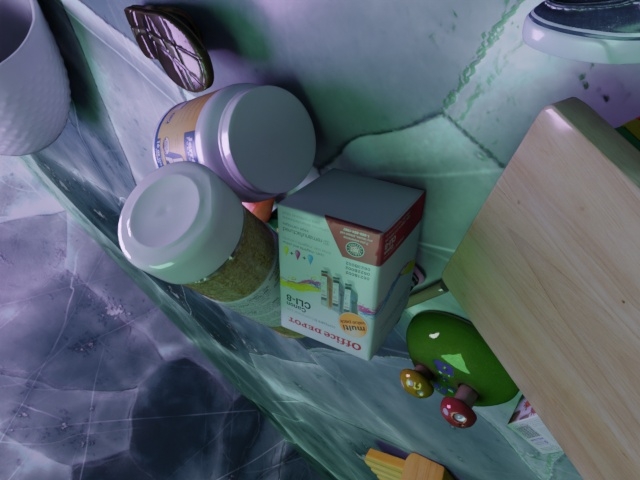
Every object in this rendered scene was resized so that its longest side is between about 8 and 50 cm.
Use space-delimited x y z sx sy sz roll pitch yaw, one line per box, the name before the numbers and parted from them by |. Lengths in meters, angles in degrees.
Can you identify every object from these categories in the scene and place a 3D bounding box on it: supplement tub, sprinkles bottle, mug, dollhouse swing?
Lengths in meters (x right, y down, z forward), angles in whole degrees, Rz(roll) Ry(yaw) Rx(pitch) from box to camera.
supplement tub | -0.116 -0.121 0.589 0.200 0.144 0.144 6 134 49
sprinkles bottle | -0.092 0.038 0.590 0.121 0.121 0.355 27 169 28
mug | -0.667 -0.281 0.856 0.276 0.374 0.328 38 158 1
dollhouse swing | 0.250 0.764 1.183 0.305 0.315 0.346 -18 116 37

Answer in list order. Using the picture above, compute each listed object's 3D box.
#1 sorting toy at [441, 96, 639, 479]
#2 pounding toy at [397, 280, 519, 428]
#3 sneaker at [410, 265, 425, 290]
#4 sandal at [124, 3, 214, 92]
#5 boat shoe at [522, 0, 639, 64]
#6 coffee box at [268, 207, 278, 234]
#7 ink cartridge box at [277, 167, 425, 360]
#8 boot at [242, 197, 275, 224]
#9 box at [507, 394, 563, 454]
sorting toy | 0.235 0.059 0.354 0.257 0.090 0.255 59 163 26
pounding toy | 0.170 0.187 0.671 0.236 0.110 0.183 49 151 -9
sneaker | 0.096 0.067 0.661 0.047 0.057 0.119 47 152 -10
sandal | -0.192 -0.264 0.598 0.219 0.060 0.089 38 149 41
boat shoe | 0.206 -0.143 0.235 0.184 0.065 0.083 15 140 31
coffee box | 0.000 0.000 0.713 0.184 0.040 0.113 3 132 51
ink cartridge box | 0.035 0.025 0.546 0.128 0.127 0.176 17 125 25
boot | -0.124 -0.089 0.747 0.158 0.059 0.084 44 122 33
box | 0.324 0.179 0.508 0.067 0.063 0.323 36 151 13
